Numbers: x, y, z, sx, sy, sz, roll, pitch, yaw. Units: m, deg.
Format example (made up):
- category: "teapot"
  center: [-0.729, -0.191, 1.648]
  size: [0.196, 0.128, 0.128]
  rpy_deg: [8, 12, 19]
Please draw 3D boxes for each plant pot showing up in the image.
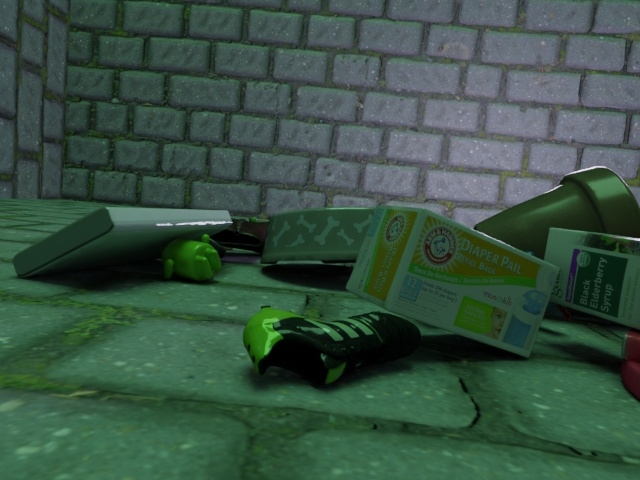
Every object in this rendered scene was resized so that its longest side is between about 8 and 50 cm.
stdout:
- category: "plant pot"
  center: [0.405, 0.017, 0.812]
  size: [0.229, 0.263, 0.263]
  rpy_deg: [-11, 2, 12]

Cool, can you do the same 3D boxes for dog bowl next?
- category: "dog bowl"
  center: [0.044, -0.002, 0.971]
  size: [0.349, 0.102, 0.349]
  rpy_deg: [-2, -5, 0]

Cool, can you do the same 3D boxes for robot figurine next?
- category: "robot figurine"
  center: [-0.228, 0.033, 0.787]
  size: [0.115, 0.067, 0.101]
  rpy_deg: [9, 37, 32]

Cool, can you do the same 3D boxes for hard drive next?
- category: "hard drive"
  center: [-0.318, -0.003, 0.787]
  size: [0.203, 0.040, 0.307]
  rpy_deg: [-23, -5, 20]

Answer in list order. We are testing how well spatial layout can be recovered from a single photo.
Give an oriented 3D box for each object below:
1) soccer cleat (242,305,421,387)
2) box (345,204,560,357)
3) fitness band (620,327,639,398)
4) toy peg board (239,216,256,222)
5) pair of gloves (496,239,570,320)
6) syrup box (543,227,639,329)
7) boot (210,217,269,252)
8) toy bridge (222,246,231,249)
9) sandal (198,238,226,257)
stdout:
- category: "soccer cleat"
  center: [0.018, 0.101, 0.414]
  size: [0.179, 0.060, 0.072]
  rpy_deg: [7, 27, -20]
- category: "box"
  center: [0.151, 0.045, 0.524]
  size: [0.203, 0.114, 0.103]
  rpy_deg: [20, -1, -21]
- category: "fitness band"
  center: [0.426, 0.137, 0.444]
  size: [0.209, 0.054, 0.291]
  rpy_deg: [14, 10, 43]
- category: "toy peg board"
  center: [-0.278, -0.040, 1.498]
  size: [0.160, 0.079, 0.161]
  rpy_deg: [5, 5, -11]
- category: "pair of gloves"
  center: [0.279, 0.059, 0.678]
  size: [0.198, 0.023, 0.159]
  rpy_deg: [44, -16, -27]
- category: "syrup box"
  center: [0.365, 0.048, 0.490]
  size: [0.096, 0.093, 0.237]
  rpy_deg: [4, 7, -22]
- category: "boot"
  center: [-0.159, -0.001, 1.110]
  size: [0.248, 0.090, 0.207]
  rpy_deg: [10, 6, -16]
- category: "toy bridge"
  center: [-0.329, 0.005, 1.227]
  size: [0.188, 0.026, 0.063]
  rpy_deg: [6, 8, 3]
- category: "sandal"
  center: [-0.320, 0.012, 0.998]
  size: [0.254, 0.054, 0.097]
  rpy_deg: [10, -18, 20]
